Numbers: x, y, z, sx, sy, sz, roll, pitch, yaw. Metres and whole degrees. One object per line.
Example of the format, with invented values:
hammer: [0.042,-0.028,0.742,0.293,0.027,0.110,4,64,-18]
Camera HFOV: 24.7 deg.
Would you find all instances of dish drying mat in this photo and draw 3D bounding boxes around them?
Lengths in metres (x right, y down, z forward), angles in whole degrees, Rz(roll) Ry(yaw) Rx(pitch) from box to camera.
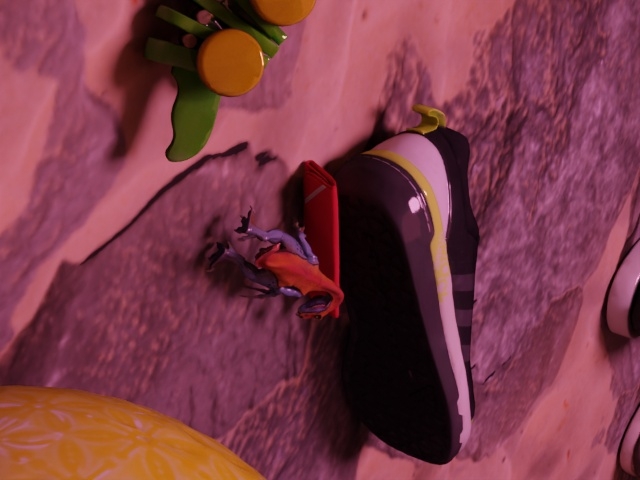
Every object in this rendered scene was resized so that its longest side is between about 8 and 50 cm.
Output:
dish drying mat: [0.000,0.000,0.779,0.008,0.032,0.083,-18,127,-26]

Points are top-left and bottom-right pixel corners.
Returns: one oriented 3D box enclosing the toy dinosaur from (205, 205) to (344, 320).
toy dinosaur: [-0.016,0.021,0.739,0.082,0.090,0.047,32,99,-26]

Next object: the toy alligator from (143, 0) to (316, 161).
toy alligator: [-0.024,-0.121,0.636,0.051,0.056,0.189,36,92,-14]

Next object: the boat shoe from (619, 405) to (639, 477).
boat shoe: [0.395,0.090,1.346,0.335,0.095,0.112,-59,147,-11]

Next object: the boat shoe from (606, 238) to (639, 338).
boat shoe: [0.355,-0.007,1.231,0.302,0.091,0.114,-46,143,-28]

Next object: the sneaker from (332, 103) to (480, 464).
sneaker: [0.068,0.030,0.846,0.097,0.084,0.234,-42,141,-35]

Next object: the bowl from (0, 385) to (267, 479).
bowl: [-0.149,0.127,0.496,0.289,0.289,0.156,-30,90,-43]
